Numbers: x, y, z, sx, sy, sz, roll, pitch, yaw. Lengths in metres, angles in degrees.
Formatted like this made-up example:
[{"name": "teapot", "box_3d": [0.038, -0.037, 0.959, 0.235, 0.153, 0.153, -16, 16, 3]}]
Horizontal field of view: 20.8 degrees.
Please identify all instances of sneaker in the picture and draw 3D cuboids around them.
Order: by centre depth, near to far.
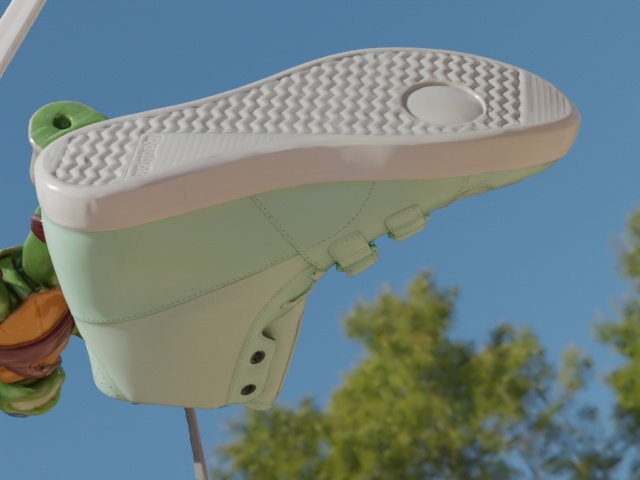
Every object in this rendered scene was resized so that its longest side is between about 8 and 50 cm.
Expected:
[{"name": "sneaker", "box_3d": [-0.001, 0.000, 0.839, 0.256, 0.094, 0.151, -12, -54, -10]}]

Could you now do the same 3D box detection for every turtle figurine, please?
[{"name": "turtle figurine", "box_3d": [-0.164, 0.070, 1.080, 0.197, 0.275, 0.266, 0, -43, -2]}]

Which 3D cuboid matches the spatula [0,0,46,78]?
[{"name": "spatula", "box_3d": [-0.168, -0.202, 0.920, 0.242, 0.168, 0.019, -58, -18, -1]}]
